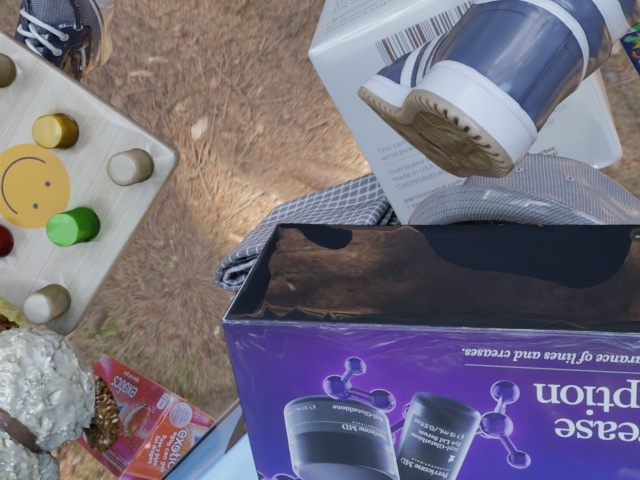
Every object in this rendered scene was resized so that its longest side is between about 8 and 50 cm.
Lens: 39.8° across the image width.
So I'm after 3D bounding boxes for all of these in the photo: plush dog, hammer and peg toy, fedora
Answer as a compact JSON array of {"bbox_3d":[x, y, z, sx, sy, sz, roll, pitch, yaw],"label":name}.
[{"bbox_3d":[-0.335,0.191,0.913,0.262,0.210,0.225,40,71,-16],"label":"plush dog"},{"bbox_3d":[-0.355,-0.021,0.989,0.266,0.127,0.361,35,102,1],"label":"hammer and peg toy"},{"bbox_3d":[0.228,0.004,0.867,0.275,0.244,0.124,12,55,30],"label":"fedora"}]

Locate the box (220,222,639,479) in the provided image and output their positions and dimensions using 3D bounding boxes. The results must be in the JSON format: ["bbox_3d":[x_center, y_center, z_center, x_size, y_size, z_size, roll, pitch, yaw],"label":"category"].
[{"bbox_3d":[0.099,0.093,0.465,0.261,0.103,0.184,0,122,17],"label":"box"}]

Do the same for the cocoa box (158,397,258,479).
[{"bbox_3d":[-0.030,0.278,0.881,0.231,0.228,0.347,43,108,-2],"label":"cocoa box"}]

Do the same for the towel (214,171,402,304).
[{"bbox_3d":[0.000,0.000,1.391,0.283,0.235,0.121,-17,106,25],"label":"towel"}]

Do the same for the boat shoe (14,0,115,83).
[{"bbox_3d":[-0.385,-0.290,1.264,0.127,0.340,0.158,34,75,2],"label":"boat shoe"}]

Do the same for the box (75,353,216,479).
[{"bbox_3d":[-0.235,0.256,1.186,0.128,0.256,0.123,41,73,-30],"label":"box"}]

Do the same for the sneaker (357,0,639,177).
[{"bbox_3d":[0.117,-0.129,0.610,0.099,0.282,0.153,38,93,-10],"label":"sneaker"}]

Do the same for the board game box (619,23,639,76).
[{"bbox_3d":[0.280,-0.228,0.738,0.136,0.035,0.201,36,54,-46],"label":"board game box"}]

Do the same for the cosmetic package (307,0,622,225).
[{"bbox_3d":[0.218,-0.285,1.314,0.329,0.394,0.327,-20,120,23],"label":"cosmetic package"}]
